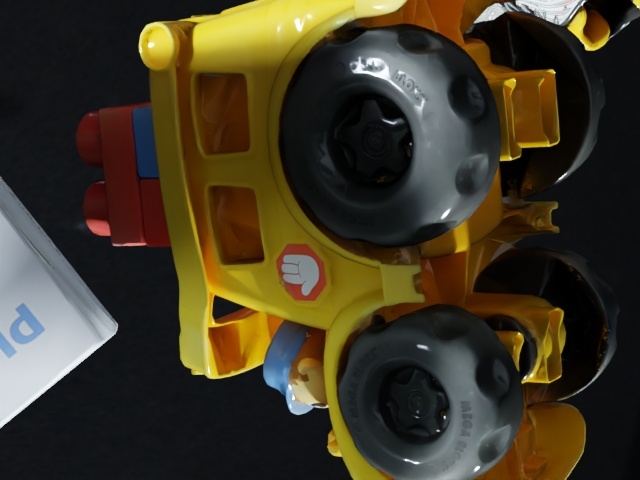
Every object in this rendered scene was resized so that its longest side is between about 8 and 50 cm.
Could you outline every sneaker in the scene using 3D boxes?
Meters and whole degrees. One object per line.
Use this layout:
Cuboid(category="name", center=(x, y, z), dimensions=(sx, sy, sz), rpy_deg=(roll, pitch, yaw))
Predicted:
Cuboid(category="sneaker", center=(0.180, -0.192, 1.071), dimensions=(0.088, 0.225, 0.093), rpy_deg=(14, -102, -43))

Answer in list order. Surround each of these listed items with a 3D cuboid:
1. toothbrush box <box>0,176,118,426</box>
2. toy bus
Cuboid(category="toothbrush box", center=(-0.204, 0.046, 0.515), dimensions=(0.216, 0.295, 0.126), rpy_deg=(-39, -81, -9))
Cuboid(category="toy bus", center=(0.000, 0.000, 0.574), dimensions=(0.149, 0.211, 0.220), rpy_deg=(-22, -74, -60))
